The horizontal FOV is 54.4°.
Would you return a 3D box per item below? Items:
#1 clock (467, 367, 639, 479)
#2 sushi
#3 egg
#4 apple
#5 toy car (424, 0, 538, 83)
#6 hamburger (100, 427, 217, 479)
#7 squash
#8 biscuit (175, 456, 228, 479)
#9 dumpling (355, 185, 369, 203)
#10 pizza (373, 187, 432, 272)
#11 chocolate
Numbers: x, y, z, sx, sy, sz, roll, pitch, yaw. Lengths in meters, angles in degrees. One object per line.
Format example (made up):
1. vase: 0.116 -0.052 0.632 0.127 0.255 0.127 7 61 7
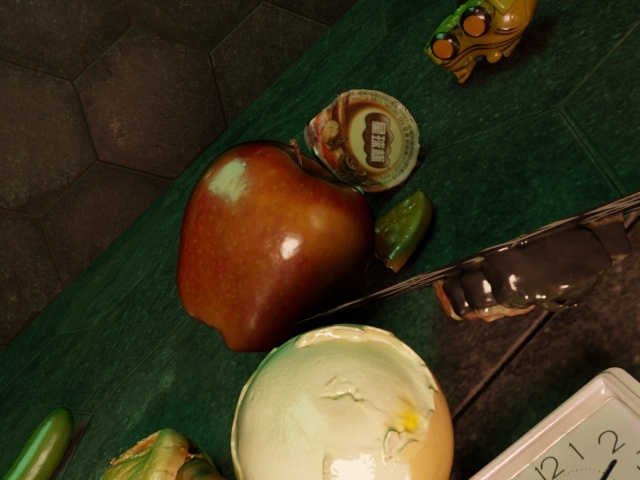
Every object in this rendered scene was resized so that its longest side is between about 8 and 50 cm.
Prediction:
1. clock: 0.198 0.205 0.458 0.197 0.063 0.150 -41 22 5
2. sushi: 0.197 0.042 0.614 0.339 0.069 0.320 -25 -11 34
3. egg: 0.019 0.193 0.583 0.201 0.244 0.201 0 54 1
4. apple: -0.069 0.006 0.945 0.317 0.288 0.288 -67 21 9
5. toy car: 0.328 -0.421 1.233 0.248 0.142 0.200 -28 25 55
6. hamburger: -0.238 0.359 0.854 0.213 0.108 0.214 -35 23 17
7. squash: -0.598 0.479 1.279 0.082 0.082 0.292 -21 33 43
8. biscuit: -0.084 0.272 0.578 0.045 0.154 0.299 -33 -12 -23
9. dumpling: -0.005 -0.011 1.114 0.216 0.105 0.149 -26 21 27
10. pizza: 0.118 -0.009 0.994 0.131 0.041 0.178 -25 29 32
11. chocolate: 0.070 -0.171 1.204 0.221 0.221 0.147 -51 3 -18
